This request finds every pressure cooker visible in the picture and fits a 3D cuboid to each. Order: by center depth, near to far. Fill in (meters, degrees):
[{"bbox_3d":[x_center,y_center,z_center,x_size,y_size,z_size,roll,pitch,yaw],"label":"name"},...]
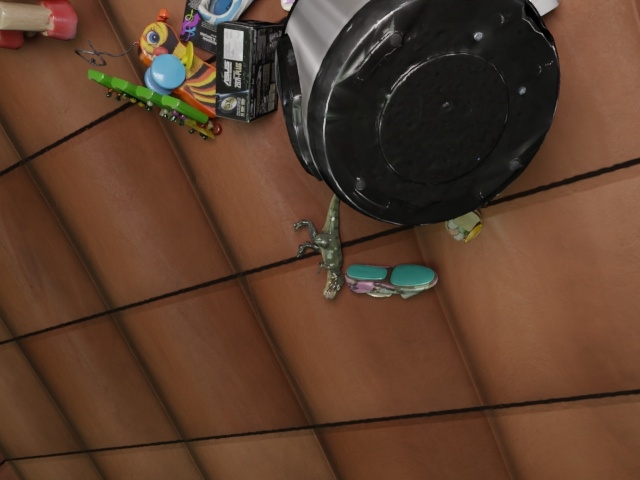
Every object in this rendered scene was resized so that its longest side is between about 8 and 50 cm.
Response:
[{"bbox_3d":[0.123,-0.267,0.853,0.375,0.420,0.370,21,118,-27],"label":"pressure cooker"}]

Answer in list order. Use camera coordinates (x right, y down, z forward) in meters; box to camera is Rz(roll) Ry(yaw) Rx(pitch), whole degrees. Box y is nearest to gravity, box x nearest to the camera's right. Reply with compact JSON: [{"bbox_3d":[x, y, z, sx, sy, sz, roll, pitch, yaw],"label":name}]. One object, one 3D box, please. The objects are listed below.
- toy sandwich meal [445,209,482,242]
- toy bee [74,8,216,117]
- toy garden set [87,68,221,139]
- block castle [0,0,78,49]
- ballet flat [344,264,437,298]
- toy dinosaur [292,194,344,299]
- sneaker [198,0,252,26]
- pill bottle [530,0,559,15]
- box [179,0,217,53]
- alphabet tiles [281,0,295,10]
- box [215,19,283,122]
[{"bbox_3d":[0.302,-0.034,1.096,0.085,0.029,0.085,8,116,18],"label":"toy sandwich meal"},{"bbox_3d":[-0.317,-0.390,1.095,0.195,0.298,0.162,14,82,42],"label":"toy bee"},{"bbox_3d":[-0.356,-0.288,1.155,0.244,0.204,0.049,22,93,20],"label":"toy garden set"},{"bbox_3d":[-0.678,-0.656,1.107,0.303,0.213,0.453,7,109,32],"label":"block castle"},{"bbox_3d":[0.163,0.097,1.194,0.221,0.077,0.079,0,131,27],"label":"ballet flat"},{"bbox_3d":[0.000,0.000,1.218,0.118,0.064,0.268,6,109,18],"label":"toy dinosaur"},{"bbox_3d":[-0.146,-0.511,0.998,0.085,0.086,0.237,44,112,1],"label":"sneaker"},{"bbox_3d":[0.313,-0.453,0.857,0.108,0.108,0.193,-24,103,29],"label":"pill bottle"},{"bbox_3d":[-0.230,-0.486,1.104,0.116,0.029,0.162,26,119,9],"label":"box"},{"bbox_3d":[-0.018,-0.588,0.979,0.278,0.021,0.284,6,115,20],"label":"alphabet tiles"},{"bbox_3d":[-0.144,-0.348,1.063,0.077,0.147,0.180,15,118,15],"label":"box"}]
